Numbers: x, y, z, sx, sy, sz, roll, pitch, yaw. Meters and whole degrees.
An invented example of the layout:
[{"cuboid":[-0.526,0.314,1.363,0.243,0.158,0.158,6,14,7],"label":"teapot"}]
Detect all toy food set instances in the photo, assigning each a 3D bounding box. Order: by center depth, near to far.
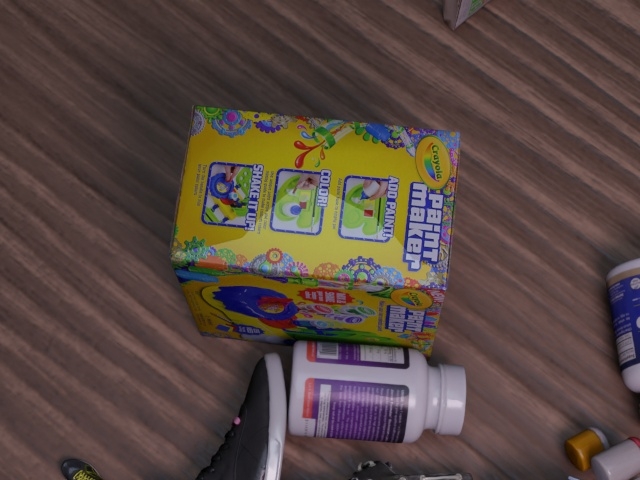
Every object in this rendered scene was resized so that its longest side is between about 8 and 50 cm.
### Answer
[{"cuboid":[0.373,0.293,1.377,0.104,0.111,0.232,-25,73,-14],"label":"toy food set"}]

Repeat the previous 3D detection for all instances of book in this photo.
[{"cuboid":[0.218,-0.338,1.610,0.144,0.096,0.035,-40,74,-11],"label":"book"}]

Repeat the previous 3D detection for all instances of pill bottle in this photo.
[{"cuboid":[0.062,0.172,1.423,0.193,0.108,0.108,5,71,-1],"label":"pill bottle"},{"cuboid":[0.393,0.118,1.436,0.112,0.112,0.186,-5,71,-1],"label":"pill bottle"}]

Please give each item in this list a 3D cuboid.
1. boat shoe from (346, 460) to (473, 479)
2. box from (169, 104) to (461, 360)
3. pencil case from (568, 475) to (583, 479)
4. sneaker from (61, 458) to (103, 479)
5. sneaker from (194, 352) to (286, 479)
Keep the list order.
[{"cuboid":[0.062,0.282,1.407,0.219,0.078,0.070,4,71,-6],"label":"boat shoe"},{"cuboid":[0.000,0.000,1.391,0.279,0.290,0.177,6,71,4],"label":"box"},{"cuboid":[0.244,0.390,1.336,0.124,0.113,0.273,-22,61,41],"label":"pencil case"},{"cuboid":[-0.260,0.274,1.433,0.083,0.035,0.031,35,74,12],"label":"sneaker"},{"cuboid":[-0.119,0.261,1.397,0.147,0.104,0.295,8,75,-1],"label":"sneaker"}]
